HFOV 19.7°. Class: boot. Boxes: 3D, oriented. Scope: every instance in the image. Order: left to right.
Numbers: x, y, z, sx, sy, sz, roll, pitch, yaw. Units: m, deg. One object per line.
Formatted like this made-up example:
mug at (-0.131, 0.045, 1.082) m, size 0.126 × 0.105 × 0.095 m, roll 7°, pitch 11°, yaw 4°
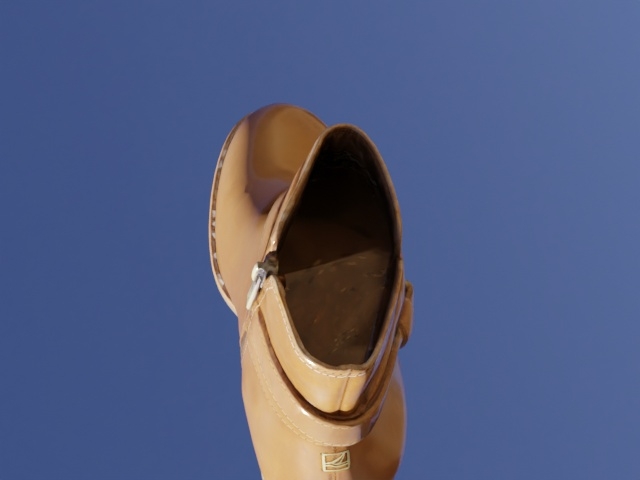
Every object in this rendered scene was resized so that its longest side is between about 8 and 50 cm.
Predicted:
boot at (0.000, 0.000, 0.656) m, size 0.152 × 0.073 × 0.197 m, roll 92°, pitch 169°, yaw -59°
